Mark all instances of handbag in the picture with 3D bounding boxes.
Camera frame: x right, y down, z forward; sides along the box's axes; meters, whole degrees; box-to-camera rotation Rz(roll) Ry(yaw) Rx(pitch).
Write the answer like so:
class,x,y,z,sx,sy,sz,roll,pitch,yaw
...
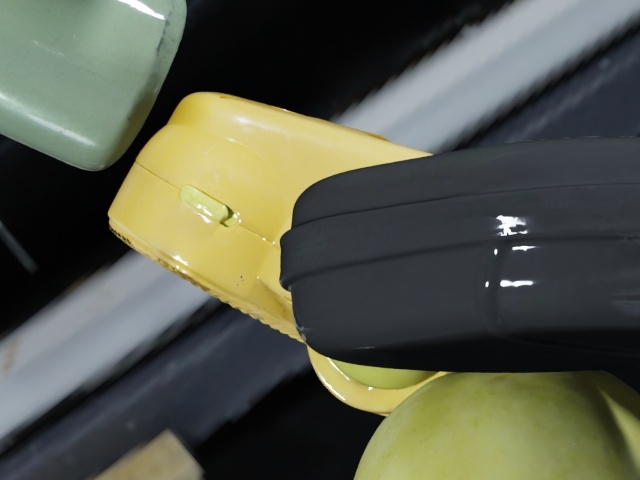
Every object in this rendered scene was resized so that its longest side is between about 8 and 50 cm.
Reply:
class,x,y,z,sx,sy,sz,roll,pitch,yaw
handbag,0.126,0.016,1.011,0.254,0.308,0.093,10,-102,-41

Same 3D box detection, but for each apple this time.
class,x,y,z,sx,sy,sz,roll,pitch,yaw
apple,0.132,0.199,1.185,0.262,0.262,0.262,-23,-45,-25

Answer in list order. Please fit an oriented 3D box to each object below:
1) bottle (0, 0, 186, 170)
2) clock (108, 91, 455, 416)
class,x,y,z,sx,sy,sz,roll,pitch,yaw
bottle,-0.287,-0.189,1.521,0.347,0.168,0.168,23,-71,-16
clock,0.000,0.000,1.504,0.200,0.317,0.244,-63,-23,-3
